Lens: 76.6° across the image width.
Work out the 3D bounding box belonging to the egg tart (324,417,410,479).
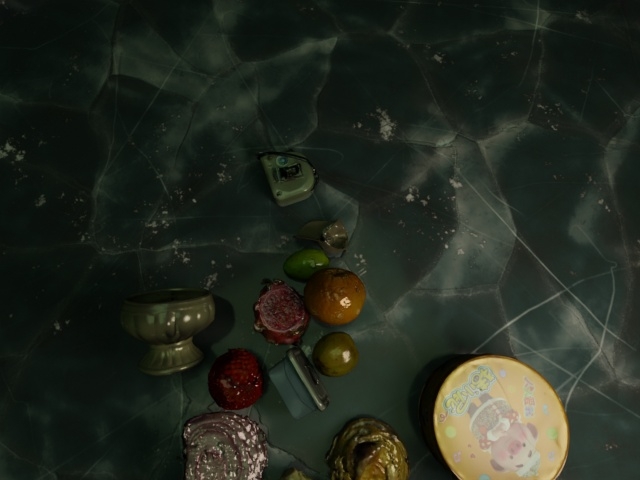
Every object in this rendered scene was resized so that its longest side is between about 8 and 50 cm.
[{"bbox_3d":[0.155,0.741,1.319,0.297,0.132,0.297,0,80,0],"label":"egg tart"}]

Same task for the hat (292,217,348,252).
[{"bbox_3d":[0.000,0.000,1.552,0.144,0.173,0.166,59,37,-16],"label":"hat"}]

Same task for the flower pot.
[{"bbox_3d":[-0.510,0.300,1.377,0.307,0.307,0.244,0,94,1],"label":"flower pot"}]

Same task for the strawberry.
[{"bbox_3d":[-0.285,0.462,1.338,0.205,0.244,0.205,0,73,-1],"label":"strawberry"}]

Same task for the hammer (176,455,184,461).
[{"bbox_3d":[-0.435,0.762,1.376,0.123,0.014,0.029,21,67,8],"label":"hammer"}]

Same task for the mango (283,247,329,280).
[{"bbox_3d":[-0.054,0.091,1.515,0.178,0.100,0.119,-9,77,6],"label":"mango"}]

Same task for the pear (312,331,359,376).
[{"bbox_3d":[0.052,0.395,1.403,0.162,0.149,0.149,-27,75,-11],"label":"pear"}]

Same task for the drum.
[{"bbox_3d":[0.542,0.576,1.308,0.431,0.214,0.431,-1,74,2],"label":"drum"}]

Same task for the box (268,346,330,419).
[{"bbox_3d":[-0.068,0.482,1.377,0.130,0.162,0.227,-33,76,3],"label":"box"}]

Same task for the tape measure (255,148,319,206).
[{"bbox_3d":[-0.125,-0.274,1.612,0.207,0.115,0.235,-20,75,-2],"label":"tape measure"}]

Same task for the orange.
[{"bbox_3d":[0.049,0.193,1.410,0.219,0.219,0.193,-13,99,-3],"label":"orange"}]

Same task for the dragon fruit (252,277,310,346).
[{"bbox_3d":[-0.152,0.253,1.447,0.211,0.147,0.282,-28,77,-6],"label":"dragon fruit"}]

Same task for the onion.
[{"bbox_3d":[-0.320,0.731,1.327,0.280,0.146,0.314,5,63,-24],"label":"onion"}]

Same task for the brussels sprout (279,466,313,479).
[{"bbox_3d":[-0.068,0.831,1.288,0.183,0.131,0.145,38,73,6],"label":"brussels sprout"}]
